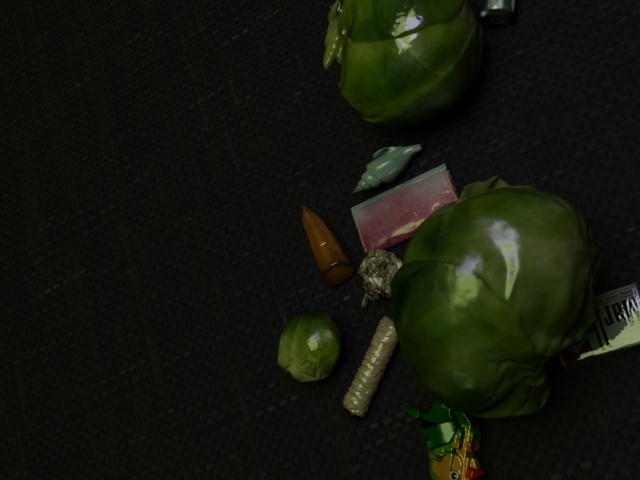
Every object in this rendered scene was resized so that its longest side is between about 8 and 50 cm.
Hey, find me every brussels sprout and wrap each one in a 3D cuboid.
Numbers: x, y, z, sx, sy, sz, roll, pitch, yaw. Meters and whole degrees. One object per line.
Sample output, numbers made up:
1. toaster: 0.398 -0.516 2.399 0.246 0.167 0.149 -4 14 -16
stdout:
1. brussels sprout: 0.285 0.102 1.708 0.342 0.361 0.425 30 112 42
2. brussels sprout: -0.015 0.219 2.034 0.155 0.117 0.155 2 93 44
3. brussels sprout: 0.183 -0.424 2.018 0.315 0.276 0.371 -29 57 33

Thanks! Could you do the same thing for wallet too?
1. wallet: 0.182 -0.063 2.054 0.232 0.025 0.119 -25 66 21

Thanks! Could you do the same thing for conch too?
1. conch: 0.140 -0.157 2.088 0.180 0.088 0.065 -35 106 9

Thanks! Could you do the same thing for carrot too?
1. carrot: 0.000 0.000 2.115 0.072 0.072 0.205 -39 56 14

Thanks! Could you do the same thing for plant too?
1. plant: 0.121 0.085 2.033 0.116 0.104 0.122 -78 15 -49

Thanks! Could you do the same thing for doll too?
1. doll: 0.244 0.388 1.852 0.134 0.106 0.186 -25 66 27

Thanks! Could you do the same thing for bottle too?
1. bottle: 0.378 -0.582 2.061 0.096 0.079 0.253 162 116 -65

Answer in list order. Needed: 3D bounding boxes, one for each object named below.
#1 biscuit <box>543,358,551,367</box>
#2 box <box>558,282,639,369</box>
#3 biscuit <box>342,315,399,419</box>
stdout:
1. biscuit: 0.413 0.200 1.848 0.078 0.015 0.091 -31 64 47
2. box: 0.522 0.160 1.803 0.177 0.036 0.115 -22 68 21
3. biscuit: 0.106 0.262 1.991 0.061 0.055 0.219 26 90 42
